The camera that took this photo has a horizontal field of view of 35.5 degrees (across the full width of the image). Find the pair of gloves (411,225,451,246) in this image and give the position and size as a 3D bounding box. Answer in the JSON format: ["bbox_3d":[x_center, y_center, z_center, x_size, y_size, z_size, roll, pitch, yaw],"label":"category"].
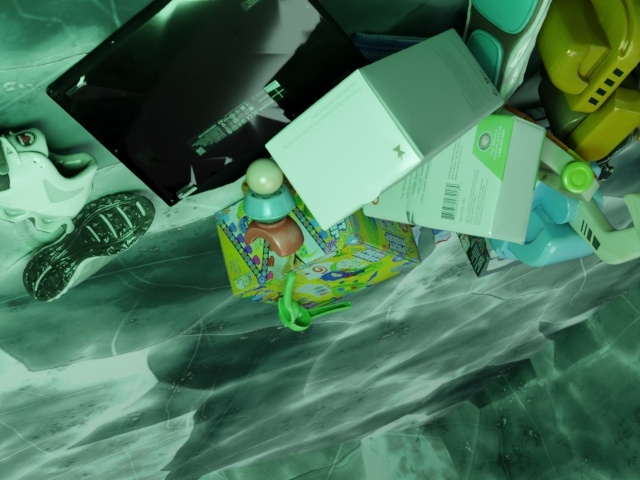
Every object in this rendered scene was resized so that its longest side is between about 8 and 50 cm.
[{"bbox_3d":[0.256,-0.014,2.423,0.198,0.023,0.159,-20,157,-12],"label":"pair of gloves"}]

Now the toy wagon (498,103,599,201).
[{"bbox_3d":[0.355,-0.187,1.844,0.068,0.344,0.267,-54,-169,1],"label":"toy wagon"}]

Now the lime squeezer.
[{"bbox_3d":[-0.034,0.133,1.951,0.109,0.059,0.310,-21,159,16],"label":"lime squeezer"}]

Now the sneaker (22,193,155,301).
[{"bbox_3d":[-0.401,0.003,1.759,0.271,0.100,0.108,-34,180,15],"label":"sneaker"}]

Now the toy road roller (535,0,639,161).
[{"bbox_3d":[0.462,-0.311,1.769,0.240,0.203,0.329,4,145,-23],"label":"toy road roller"}]

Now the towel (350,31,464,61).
[{"bbox_3d":[0.083,-0.244,1.752,0.243,0.040,0.336,-5,149,-33],"label":"towel"}]

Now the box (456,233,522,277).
[{"bbox_3d":[0.484,-0.032,2.450,0.247,0.142,0.163,-19,157,-13],"label":"box"}]

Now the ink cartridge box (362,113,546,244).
[{"bbox_3d":[0.221,-0.115,1.695,0.272,0.199,0.114,12,-178,42],"label":"ink cartridge box"}]

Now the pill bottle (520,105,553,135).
[{"bbox_3d":[0.440,-0.223,2.051,0.169,0.094,0.094,-16,156,-18],"label":"pill bottle"}]

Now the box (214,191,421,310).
[{"bbox_3d":[0.000,0.000,1.962,0.279,0.177,0.290,-24,159,24],"label":"box"}]

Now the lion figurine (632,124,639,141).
[{"bbox_3d":[0.687,-0.336,2.036,0.392,0.142,0.240,-41,148,4],"label":"lion figurine"}]

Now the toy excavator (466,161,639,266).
[{"bbox_3d":[0.533,-0.047,2.084,0.222,0.445,0.433,-12,144,-25],"label":"toy excavator"}]

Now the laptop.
[{"bbox_3d":[-0.120,-0.249,1.520,0.382,0.236,0.408,-33,124,20],"label":"laptop"}]

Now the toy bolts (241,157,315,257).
[{"bbox_3d":[-0.069,-0.105,1.683,0.228,0.218,0.159,-47,141,-44],"label":"toy bolts"}]

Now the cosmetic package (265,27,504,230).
[{"bbox_3d":[0.107,-0.172,1.468,0.197,0.155,0.365,-35,180,32],"label":"cosmetic package"}]

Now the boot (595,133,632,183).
[{"bbox_3d":[0.644,-0.195,2.328,0.236,0.085,0.178,-33,158,37],"label":"boot"}]

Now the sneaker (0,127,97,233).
[{"bbox_3d":[-0.468,-0.110,1.426,0.330,0.122,0.146,8,123,-50],"label":"sneaker"}]

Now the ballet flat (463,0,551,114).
[{"bbox_3d":[0.305,-0.362,1.594,0.139,0.139,0.400,-17,149,-16],"label":"ballet flat"}]
